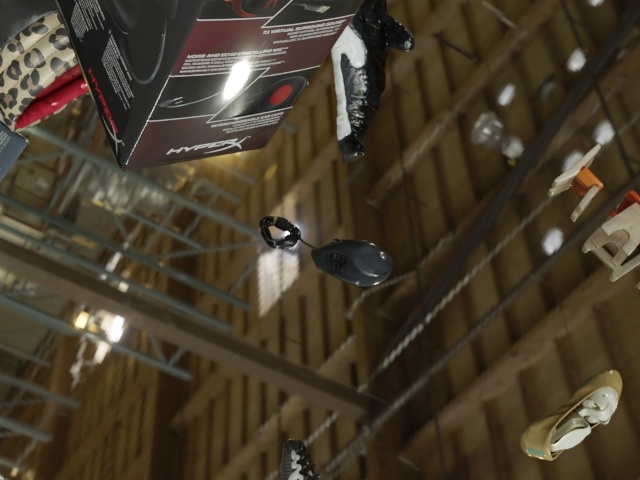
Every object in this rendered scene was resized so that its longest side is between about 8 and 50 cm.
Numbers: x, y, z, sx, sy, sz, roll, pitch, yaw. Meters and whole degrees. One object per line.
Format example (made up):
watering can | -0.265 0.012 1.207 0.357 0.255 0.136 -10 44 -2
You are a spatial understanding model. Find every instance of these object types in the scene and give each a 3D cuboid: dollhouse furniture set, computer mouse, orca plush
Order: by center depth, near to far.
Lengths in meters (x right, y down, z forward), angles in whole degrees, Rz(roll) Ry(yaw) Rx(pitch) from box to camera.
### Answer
computer mouse | 0.000 0.000 1.299 0.242 0.071 0.041 23 -53 46
orca plush | 0.066 -0.245 1.354 0.102 0.151 0.287 -3 -107 19
dollhouse furniture set | 0.501 -0.024 1.683 0.135 0.262 0.259 -42 168 -1

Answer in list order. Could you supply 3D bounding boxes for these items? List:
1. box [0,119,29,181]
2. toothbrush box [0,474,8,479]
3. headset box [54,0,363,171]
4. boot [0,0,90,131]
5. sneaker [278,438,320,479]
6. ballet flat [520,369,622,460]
box | -0.436 -0.013 1.189 0.183 0.059 0.233 -33 -154 45
toothbrush box | -0.440 0.336 0.982 0.283 0.122 0.206 -41 -158 26
headset box | -0.061 -0.208 0.581 0.218 0.110 0.293 65 -34 18
boot | -0.245 -0.312 1.026 0.377 0.284 0.138 -37 177 -6
sneaker | -0.051 0.401 1.521 0.106 0.078 0.234 -16 -121 13
ballet flat | 0.434 0.295 1.746 0.232 0.080 0.073 -31 -156 -22
